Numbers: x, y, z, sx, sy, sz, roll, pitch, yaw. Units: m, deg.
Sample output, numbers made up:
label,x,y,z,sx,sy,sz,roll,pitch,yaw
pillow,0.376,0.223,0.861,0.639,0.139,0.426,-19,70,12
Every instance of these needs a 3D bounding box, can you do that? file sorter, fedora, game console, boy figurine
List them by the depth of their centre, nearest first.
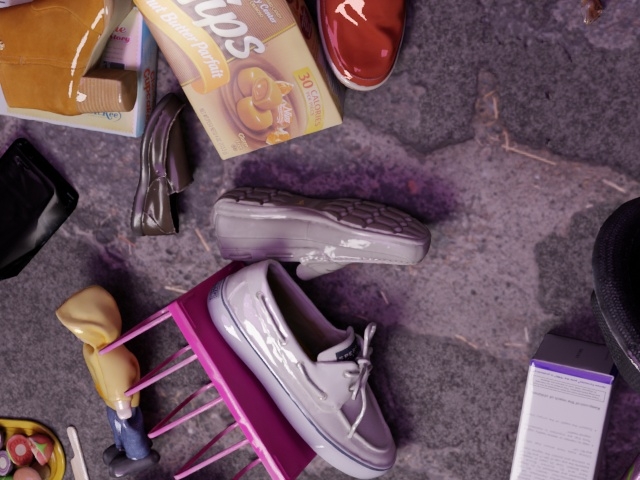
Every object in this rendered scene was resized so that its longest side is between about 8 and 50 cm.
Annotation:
label,x,y,z,sx,sy,sz,roll,pitch,yaw
fedora,0.451,0.112,1.647,0.334,0.334,0.152,43,144,4
file sorter,-0.147,0.214,1.891,0.182,0.202,0.291,-30,93,27
boy figurine,-0.312,0.207,1.966,0.092,0.177,0.285,-20,113,-14
game console,-0.549,-0.118,2.029,0.361,0.044,0.213,46,112,2

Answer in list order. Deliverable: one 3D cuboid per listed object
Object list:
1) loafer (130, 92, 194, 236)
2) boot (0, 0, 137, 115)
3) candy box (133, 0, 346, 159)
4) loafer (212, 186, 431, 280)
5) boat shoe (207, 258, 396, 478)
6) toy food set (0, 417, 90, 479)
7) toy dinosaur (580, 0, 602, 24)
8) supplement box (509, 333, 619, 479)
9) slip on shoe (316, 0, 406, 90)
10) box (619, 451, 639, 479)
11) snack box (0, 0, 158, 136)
label,x,y,z,sx,sy,sz,roll,pitch,yaw
loafer,-0.215,-0.105,1.900,0.078,0.080,0.220,14,114,5
boot,-0.358,-0.313,1.808,0.211,0.104,0.295,7,109,17
candy box,-0.109,-0.270,1.725,0.182,0.088,0.316,-16,126,16
loafer,0.000,0.000,1.834,0.319,0.112,0.112,10,113,25
boat shoe,0.017,0.167,1.831,0.156,0.136,0.367,-32,103,30
toy food set,-0.483,0.356,2.117,0.217,0.071,0.128,-1,104,19
toy dinosaur,0.301,-0.374,1.655,0.112,0.064,0.212,-12,110,4
supplement box,0.327,0.252,1.779,0.113,0.111,0.220,11,108,17
slip on shoe,0.067,-0.353,1.696,0.123,0.101,0.331,4,107,-13
box,0.486,0.390,1.757,0.213,0.117,0.243,33,112,9
snack box,-0.392,-0.267,1.920,0.321,0.060,0.187,11,107,16
